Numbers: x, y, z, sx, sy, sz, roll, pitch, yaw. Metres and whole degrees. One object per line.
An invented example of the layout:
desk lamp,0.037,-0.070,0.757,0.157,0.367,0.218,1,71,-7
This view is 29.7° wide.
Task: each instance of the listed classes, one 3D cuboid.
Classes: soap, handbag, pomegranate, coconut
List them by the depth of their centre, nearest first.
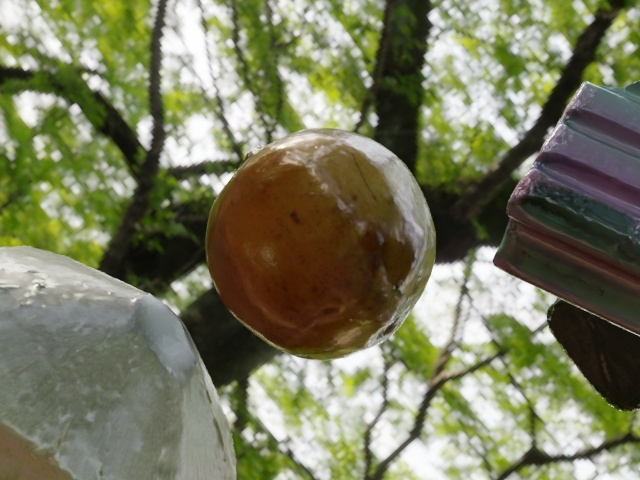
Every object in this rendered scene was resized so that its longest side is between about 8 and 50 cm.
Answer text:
soap,0.317,-0.003,0.902,0.324,0.193,0.109,25,-32,17
coconut,-0.223,0.164,1.008,0.297,0.309,0.297,32,29,-20
handbag,0.365,0.055,1.214,0.181,0.181,0.254,52,-24,14
pomegranate,0.000,0.000,1.332,0.264,0.264,0.264,46,-17,18
